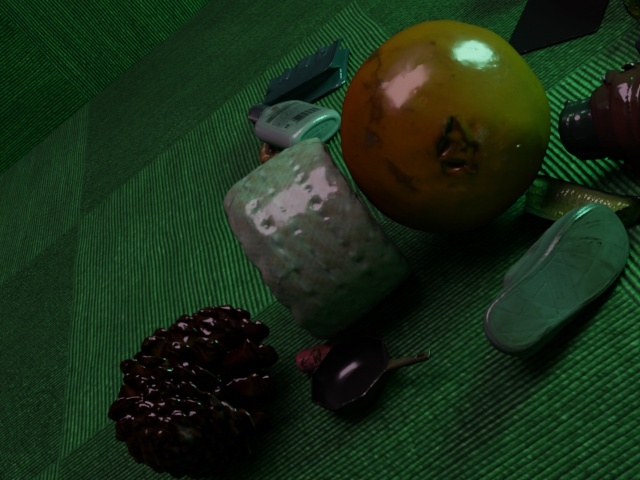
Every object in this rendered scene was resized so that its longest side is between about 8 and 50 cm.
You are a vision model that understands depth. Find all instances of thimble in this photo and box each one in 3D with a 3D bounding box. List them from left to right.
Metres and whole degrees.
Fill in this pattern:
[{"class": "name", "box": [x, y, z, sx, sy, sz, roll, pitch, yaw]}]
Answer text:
[{"class": "thimble", "box": [0.000, 0.000, 1.381, 0.195, 0.291, 0.291, -35, 30, 5]}]

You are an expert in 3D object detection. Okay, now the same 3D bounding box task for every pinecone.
[{"class": "pinecone", "box": [-0.177, 0.223, 1.354, 0.246, 0.246, 0.292, -22, 18, 31]}]

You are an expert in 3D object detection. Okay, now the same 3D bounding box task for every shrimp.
[{"class": "shrimp", "box": [-0.105, -0.223, 2.044, 0.083, 0.023, 0.114, -25, 39, 21]}]

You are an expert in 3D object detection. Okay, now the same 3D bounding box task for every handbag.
[{"class": "handbag", "box": [-0.034, -0.395, 2.151, 0.229, 0.062, 0.179, -26, 30, 26]}]

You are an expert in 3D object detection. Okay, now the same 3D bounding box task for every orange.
[{"class": "orange", "box": [0.181, -0.165, 1.298, 0.312, 0.312, 0.312, -30, 32, 21]}]

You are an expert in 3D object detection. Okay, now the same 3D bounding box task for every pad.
[{"class": "pad", "box": [0.477, -0.471, 1.697, 0.202, 0.005, 0.300, -9, 43, 44]}]

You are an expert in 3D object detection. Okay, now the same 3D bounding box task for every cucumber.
[{"class": "cucumber", "box": [0.360, -0.042, 1.239, 0.070, 0.046, 0.220, -50, 29, -9]}]

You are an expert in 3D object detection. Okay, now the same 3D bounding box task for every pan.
[{"class": "pan", "box": [0.071, 0.203, 1.251, 0.128, 0.048, 0.202, -54, 30, -18]}]

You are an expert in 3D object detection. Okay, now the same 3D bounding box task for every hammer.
[{"class": "hammer", "box": [0.001, 0.183, 1.371, 0.083, 0.043, 0.043, -19, 37, 31]}]

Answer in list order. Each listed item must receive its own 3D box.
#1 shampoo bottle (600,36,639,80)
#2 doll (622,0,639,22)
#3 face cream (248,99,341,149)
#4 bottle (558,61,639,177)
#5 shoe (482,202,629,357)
[{"class": "shampoo bottle", "box": [0.571, -0.318, 1.325, 0.309, 0.071, 0.098, -39, 33, 9]}, {"class": "doll", "box": [0.584, -0.457, 1.429, 0.221, 0.143, 0.135, -49, 30, 1]}, {"class": "face cream", "box": [-0.078, -0.266, 1.993, 0.144, 0.071, 0.291, -36, 31, -20]}, {"class": "bottle", "box": [0.462, -0.169, 1.194, 0.271, 0.143, 0.156, -10, 81, 39]}, {"class": "shoe", "box": [0.296, 0.055, 1.144, 0.251, 0.103, 0.100, -42, -3, -19]}]
